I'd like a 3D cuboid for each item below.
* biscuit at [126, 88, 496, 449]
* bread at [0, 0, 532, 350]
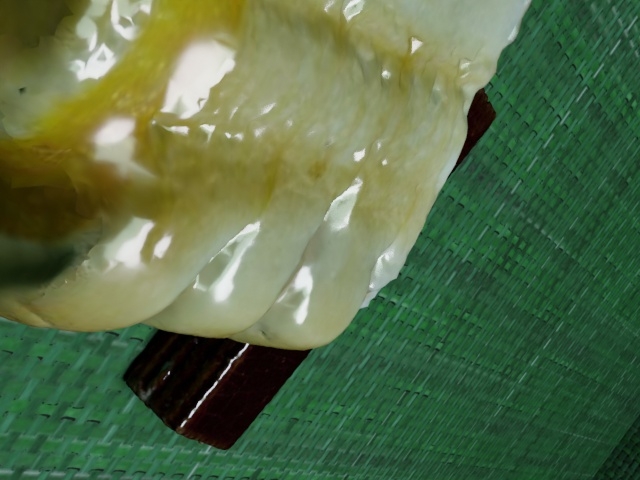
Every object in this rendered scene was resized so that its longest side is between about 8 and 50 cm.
[{"bbox_3d":[0.000,0.000,0.913,0.388,0.073,0.107,-52,152,-2],"label":"biscuit"},{"bbox_3d":[-0.071,-0.103,0.561,0.341,0.210,0.301,4,108,-56],"label":"bread"}]
